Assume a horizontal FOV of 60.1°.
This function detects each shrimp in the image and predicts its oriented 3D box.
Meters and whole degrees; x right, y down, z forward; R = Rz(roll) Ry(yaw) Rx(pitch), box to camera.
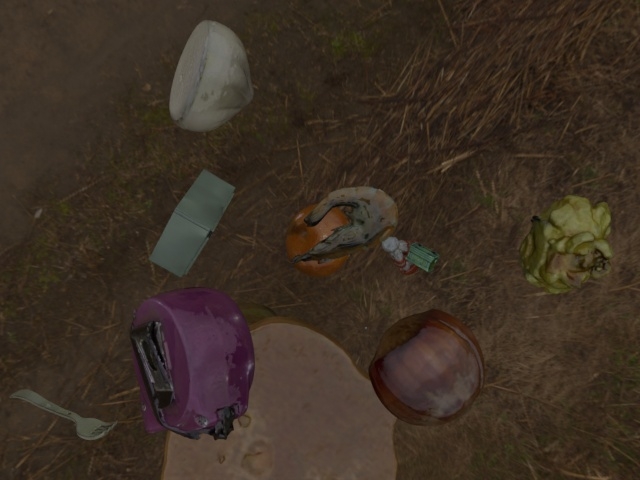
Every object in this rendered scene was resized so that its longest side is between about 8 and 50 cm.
[{"bbox_3d":[0.036,-0.030,1.148,0.255,0.059,0.145,-17,113,12],"label":"shrimp"}]

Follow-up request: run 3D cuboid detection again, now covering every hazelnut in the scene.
[{"bbox_3d":[0.079,0.097,0.414,0.086,0.086,0.086,-1,81,5],"label":"hazelnut"}]

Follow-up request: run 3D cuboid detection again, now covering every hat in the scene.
[{"bbox_3d":[0.247,0.035,1.711,0.094,0.162,0.112,21,85,35],"label":"hat"}]

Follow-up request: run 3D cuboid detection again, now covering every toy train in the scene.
[{"bbox_3d":[0.281,0.045,1.528,0.093,0.038,0.056,32,116,33],"label":"toy train"}]

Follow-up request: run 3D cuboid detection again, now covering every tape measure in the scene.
[{"bbox_3d":[-0.107,0.102,0.453,0.074,0.118,0.125,-9,80,-42],"label":"tape measure"}]

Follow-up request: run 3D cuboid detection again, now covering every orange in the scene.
[{"bbox_3d":[0.000,0.000,1.775,0.240,0.171,0.240,-1,88,33],"label":"orange"}]

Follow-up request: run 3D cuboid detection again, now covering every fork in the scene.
[{"bbox_3d":[-0.377,0.250,0.798,0.220,0.034,0.028,6,121,27],"label":"fork"}]

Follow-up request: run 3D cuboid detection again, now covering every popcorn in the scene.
[{"bbox_3d":[0.640,0.015,1.442,0.215,0.286,0.252,15,40,15],"label":"popcorn"}]

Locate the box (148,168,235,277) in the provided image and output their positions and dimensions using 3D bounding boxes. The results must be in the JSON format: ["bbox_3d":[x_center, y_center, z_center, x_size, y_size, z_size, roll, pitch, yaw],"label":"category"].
[{"bbox_3d":[-0.371,-0.050,1.630,0.117,0.225,0.225,31,127,-11],"label":"box"}]

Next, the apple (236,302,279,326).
[{"bbox_3d":[-0.163,0.257,1.102,0.234,0.257,0.256,-23,80,-7],"label":"apple"}]

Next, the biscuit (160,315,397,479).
[{"bbox_3d":[-0.061,0.330,0.885,0.365,0.062,0.385,30,83,-2],"label":"biscuit"}]

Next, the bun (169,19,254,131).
[{"bbox_3d":[-0.129,-0.200,0.704,0.094,0.138,0.138,12,80,-30],"label":"bun"}]
